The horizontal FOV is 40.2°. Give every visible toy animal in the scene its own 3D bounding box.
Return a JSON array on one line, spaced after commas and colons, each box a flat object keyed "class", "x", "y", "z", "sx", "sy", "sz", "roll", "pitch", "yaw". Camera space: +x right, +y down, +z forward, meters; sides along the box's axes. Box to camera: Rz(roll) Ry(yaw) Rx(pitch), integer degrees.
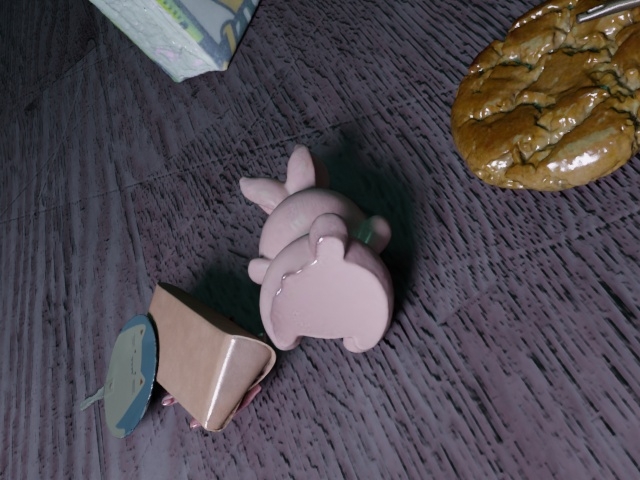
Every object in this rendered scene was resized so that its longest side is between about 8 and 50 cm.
[{"class": "toy animal", "x": 0.000, "y": 0.002, "z": 0.744, "sx": 0.124, "sy": 0.124, "sz": 0.212, "roll": -34, "pitch": 29, "yaw": 14}]

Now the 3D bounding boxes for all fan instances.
[{"class": "fan", "x": -0.192, "y": 0.135, "z": 0.821, "sx": 0.175, "sy": 0.005, "sz": 0.113, "roll": -34, "pitch": 50, "yaw": 46}]

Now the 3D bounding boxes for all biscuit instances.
[{"class": "biscuit", "x": 0.204, "y": -0.133, "z": 0.723, "sx": 0.226, "sy": 0.042, "sz": 0.225, "roll": -26, "pitch": 39, "yaw": 23}]

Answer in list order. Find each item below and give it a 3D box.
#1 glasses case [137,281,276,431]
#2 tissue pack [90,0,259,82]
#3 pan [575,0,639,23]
[{"class": "glasses case", "x": -0.097, "y": 0.110, "z": 0.753, "sx": 0.193, "sy": 0.070, "sz": 0.102, "roll": 19, "pitch": 93, "yaw": 60}, {"class": "tissue pack", "x": -0.178, "y": -0.404, "z": 1.182, "sx": 0.128, "sy": 0.228, "sz": 0.310, "roll": -5, "pitch": 52, "yaw": 42}, {"class": "pan", "x": 0.304, "y": -0.200, "z": 0.645, "sx": 0.202, "sy": 0.048, "sz": 0.128, "roll": -25, "pitch": 41, "yaw": 3}]
